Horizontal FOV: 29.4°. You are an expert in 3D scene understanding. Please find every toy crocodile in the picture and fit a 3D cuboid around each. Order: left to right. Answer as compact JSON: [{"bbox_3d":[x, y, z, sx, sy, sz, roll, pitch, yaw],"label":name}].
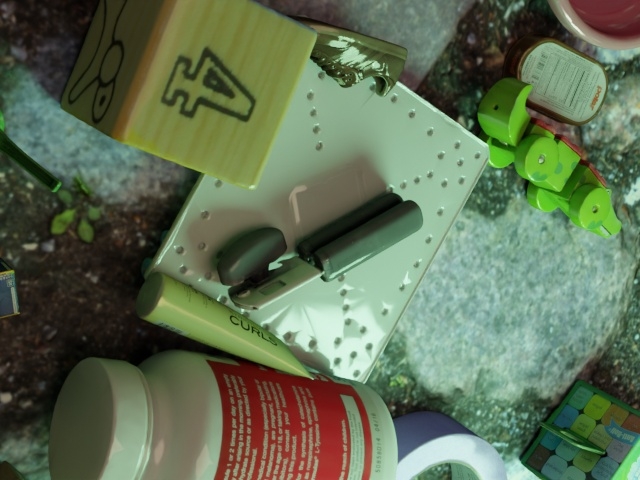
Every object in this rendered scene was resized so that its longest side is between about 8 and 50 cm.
[{"bbox_3d":[0.336,-0.109,1.768,0.340,0.115,0.105,37,85,-35],"label":"toy crocodile"}]

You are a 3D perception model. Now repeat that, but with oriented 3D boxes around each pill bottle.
[{"bbox_3d":[-0.121,0.262,1.542,0.407,0.229,0.229,15,98,-35],"label":"pill bottle"}]

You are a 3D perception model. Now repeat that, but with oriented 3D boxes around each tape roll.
[{"bbox_3d":[0.151,0.401,1.848,0.274,0.090,0.275,-12,112,-30],"label":"tape roll"}]

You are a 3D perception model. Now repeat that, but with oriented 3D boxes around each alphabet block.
[{"bbox_3d":[-0.153,-0.193,1.388,0.193,0.192,0.197,19,97,-33],"label":"alphabet block"}]

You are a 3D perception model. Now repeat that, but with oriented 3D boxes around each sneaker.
[{"bbox_3d":[0.027,-0.225,1.504,0.188,0.066,0.071,10,102,-34],"label":"sneaker"}]

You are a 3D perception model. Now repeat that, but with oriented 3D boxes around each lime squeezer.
[{"bbox_3d":[-0.404,-0.146,1.306,0.310,0.110,0.059,39,102,-5],"label":"lime squeezer"}]

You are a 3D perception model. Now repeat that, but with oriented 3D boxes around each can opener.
[{"bbox_3d":[0.000,0.000,1.558,0.283,0.076,0.095,-29,120,-22],"label":"can opener"}]

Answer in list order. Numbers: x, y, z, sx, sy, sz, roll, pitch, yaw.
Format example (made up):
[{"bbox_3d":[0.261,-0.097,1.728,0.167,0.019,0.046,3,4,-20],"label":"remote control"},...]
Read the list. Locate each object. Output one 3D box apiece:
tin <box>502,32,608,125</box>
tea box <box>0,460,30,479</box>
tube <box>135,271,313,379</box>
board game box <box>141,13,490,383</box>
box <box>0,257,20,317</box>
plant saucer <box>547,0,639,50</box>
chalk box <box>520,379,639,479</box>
[{"bbox_3d":[0.346,-0.232,1.782,0.189,0.040,0.106,18,101,-35],"label":"tin"},{"bbox_3d":[-0.369,0.513,1.479,0.329,0.220,0.323,-46,124,-10],"label":"tea box"},{"bbox_3d":[-0.116,0.110,1.523,0.240,0.062,0.070,28,50,-31],"label":"tube"},{"bbox_3d":[0.002,-0.042,1.622,0.390,0.050,0.390,29,89,-35],"label":"board game box"},{"bbox_3d":[-0.433,0.070,1.386,0.168,0.054,0.059,-14,114,-28],"label":"box"},{"bbox_3d":[0.425,-0.439,1.729,0.332,0.084,0.332,-10,111,-29],"label":"plant saucer"},{"bbox_3d":[0.465,0.357,1.974,0.289,0.180,0.179,41,83,-36],"label":"chalk box"}]
